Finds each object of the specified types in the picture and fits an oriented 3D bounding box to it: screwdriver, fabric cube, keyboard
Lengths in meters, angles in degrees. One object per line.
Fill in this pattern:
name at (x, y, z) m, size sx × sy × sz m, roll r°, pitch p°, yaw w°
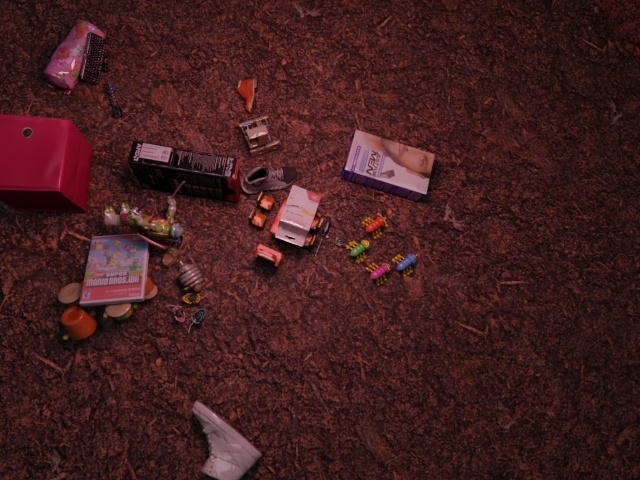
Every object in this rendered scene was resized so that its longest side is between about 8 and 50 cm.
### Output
screwdriver at (0.000, 0.000, 1.815) m, size 0.025 × 0.024 × 0.169 m, roll 20°, pitch 81°, yaw 28°
fabric cube at (-0.977, -0.259, 1.624) m, size 0.254 × 0.259 × 0.258 m, roll 2°, pitch 77°, yaw -8°
keyboard at (-0.871, -0.704, 1.820) m, size 0.023 × 0.108 × 0.180 m, roll 17°, pitch 95°, yaw 27°

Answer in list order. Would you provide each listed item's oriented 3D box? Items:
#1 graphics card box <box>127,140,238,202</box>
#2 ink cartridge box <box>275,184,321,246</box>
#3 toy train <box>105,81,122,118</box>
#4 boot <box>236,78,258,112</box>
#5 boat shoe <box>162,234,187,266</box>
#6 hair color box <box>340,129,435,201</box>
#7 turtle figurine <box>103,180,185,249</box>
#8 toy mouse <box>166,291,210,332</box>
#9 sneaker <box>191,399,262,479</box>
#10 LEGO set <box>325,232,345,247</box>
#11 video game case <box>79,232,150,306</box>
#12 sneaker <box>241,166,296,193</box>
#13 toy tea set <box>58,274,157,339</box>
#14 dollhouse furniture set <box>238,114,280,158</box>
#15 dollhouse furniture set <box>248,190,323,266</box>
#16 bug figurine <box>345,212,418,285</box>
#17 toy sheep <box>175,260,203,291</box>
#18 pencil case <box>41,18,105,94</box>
graphics card box at (-0.481, -0.243, 1.697) m, size 0.371 × 0.233 × 0.094 m, roll 7°, pitch 73°, yaw -5°
ink cartridge box at (-0.081, -0.089, 1.692) m, size 0.115 × 0.067 × 0.198 m, roll 19°, pitch 64°, yaw -3°
toy train at (-0.812, -0.554, 1.833) m, size 0.036 × 0.027 × 0.158 m, roll -18°, pitch 80°, yaw -14°
boot at (-0.302, -0.588, 1.894) m, size 0.085 × 0.059 × 0.157 m, roll 3°, pitch 68°, yaw -4°
boat shoe at (-0.545, 0.033, 1.721) m, size 0.050 × 0.045 × 0.135 m, roll 26°, pitch 75°, yaw 0°
hair color box at (0.269, -0.298, 1.872) m, size 0.339 × 0.110 × 0.185 m, roll 17°, pitch 74°, yaw -5°
turtle figurine at (-0.611, -0.114, 1.644) m, size 0.266 × 0.274 × 0.197 m, roll 7°, pitch 48°, yaw 13°
toy mouse at (-0.473, 0.264, 1.684) m, size 0.161 × 0.031 × 0.143 m, roll -4°, pitch 77°, yaw -8°
sneaker at (-0.358, 0.690, 1.562) m, size 0.292 × 0.108 × 0.169 m, roll 42°, pitch 72°, yaw 2°
LEGO set at (0.059, 0.000, 1.817) m, size 0.083 × 0.023 × 0.054 m, roll 11°, pitch 76°, yaw -5°
video game case at (-0.715, 0.096, 1.636) m, size 0.204 × 0.025 × 0.285 m, roll -4°, pitch 52°, yaw -8°
sneaker at (-0.187, -0.245, 1.780) m, size 0.229 × 0.132 × 0.086 m, roll -20°, pitch 81°, yaw -18°
toy tea set at (-0.743, 0.232, 1.636) m, size 0.336 × 0.124 × 0.200 m, roll -11°, pitch 49°, yaw -6°
dollhouse furniture set at (-0.234, -0.426, 1.796) m, size 0.129 × 0.183 × 0.129 m, roll -22°, pitch 80°, yaw -12°
dollhouse furniture set at (-0.149, -0.034, 1.741) m, size 0.262 × 0.135 × 0.259 m, roll 24°, pitch 75°, yaw -1°
bug figurine at (0.237, 0.042, 1.806) m, size 0.216 × 0.072 × 0.279 m, roll -38°, pitch 85°, yaw -14°
toy sheep at (-0.474, 0.129, 1.687) m, size 0.091 × 0.091 × 0.132 m, roll -30°, pitch 94°, yaw -13°
pencil case at (-0.958, -0.715, 1.809) m, size 0.124 × 0.124 × 0.284 m, roll 23°, pitch 76°, yaw -1°
